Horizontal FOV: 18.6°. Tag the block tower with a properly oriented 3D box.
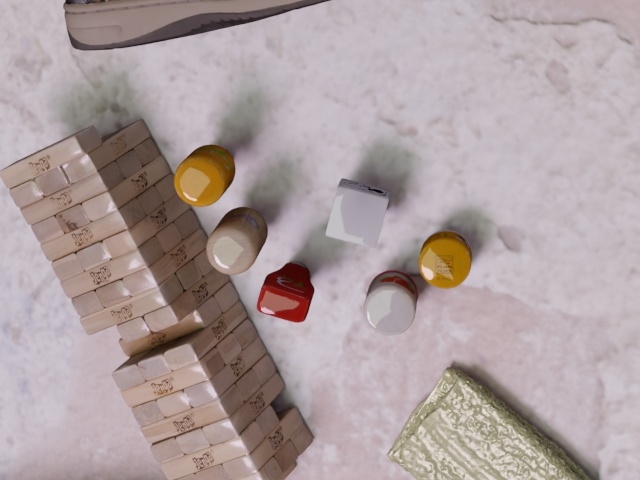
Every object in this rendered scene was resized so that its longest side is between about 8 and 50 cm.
[{"bbox_3d":[-0.126,0.063,1.580,0.091,0.097,0.335,-23,101,32],"label":"block tower"}]

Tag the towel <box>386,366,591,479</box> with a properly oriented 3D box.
[{"bbox_3d":[0.133,0.177,1.532,0.148,0.027,0.110,40,121,9],"label":"towel"}]

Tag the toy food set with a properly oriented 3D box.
[{"bbox_3d":[0.000,0.000,1.507,0.232,0.104,0.111,14,103,2],"label":"toy food set"}]

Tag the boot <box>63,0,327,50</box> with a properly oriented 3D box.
[{"bbox_3d":[-0.065,-0.303,1.379,0.377,0.138,0.284,-9,106,35],"label":"boot"}]
